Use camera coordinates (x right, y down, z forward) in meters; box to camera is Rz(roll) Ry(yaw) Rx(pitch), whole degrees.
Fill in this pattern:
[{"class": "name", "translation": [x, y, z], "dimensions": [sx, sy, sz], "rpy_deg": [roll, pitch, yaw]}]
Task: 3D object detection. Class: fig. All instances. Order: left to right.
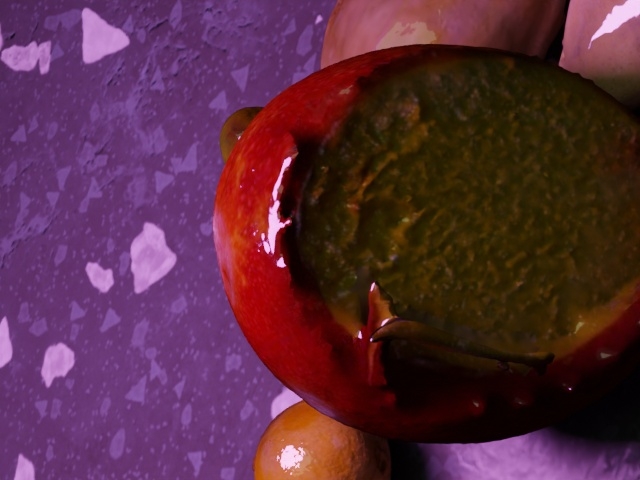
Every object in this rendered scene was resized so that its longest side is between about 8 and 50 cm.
[{"class": "fig", "translation": [-0.073, -0.099, 1.923], "dimensions": [0.074, 0.074, 0.088], "rpy_deg": [53, 133, 39]}]

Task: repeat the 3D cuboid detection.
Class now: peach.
[{"class": "peach", "translation": [0.102, 0.009, 1.546], "dimensions": [0.310, 0.406, 0.335], "rpy_deg": [150, 116, -64]}]

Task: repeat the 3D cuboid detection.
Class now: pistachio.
[{"class": "pistachio", "translation": [0.120, -0.209, 1.724], "dimensions": [0.213, 0.163, 0.260], "rpy_deg": [31, 95, 10]}]

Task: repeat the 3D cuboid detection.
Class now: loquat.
[{"class": "loquat", "translation": [0.004, 0.213, 1.703], "dimensions": [0.141, 0.141, 0.141], "rpy_deg": [-15, 66, 38]}]

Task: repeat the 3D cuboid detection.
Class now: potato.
[{"class": "potato", "translation": [0.294, -0.218, 1.592], "dimensions": [0.235, 0.128, 0.161], "rpy_deg": [-38, 49, 33]}]
